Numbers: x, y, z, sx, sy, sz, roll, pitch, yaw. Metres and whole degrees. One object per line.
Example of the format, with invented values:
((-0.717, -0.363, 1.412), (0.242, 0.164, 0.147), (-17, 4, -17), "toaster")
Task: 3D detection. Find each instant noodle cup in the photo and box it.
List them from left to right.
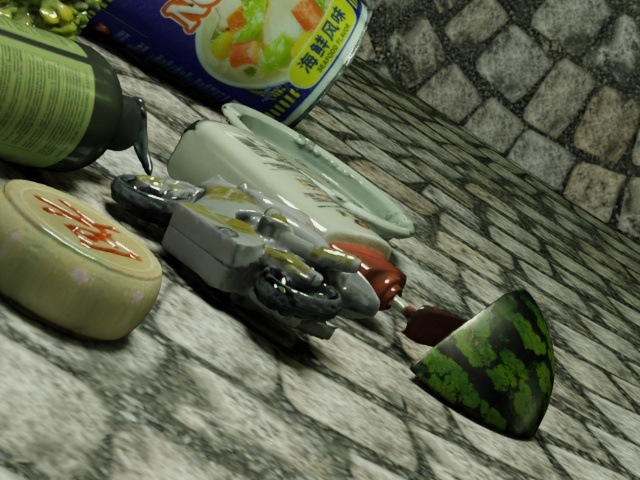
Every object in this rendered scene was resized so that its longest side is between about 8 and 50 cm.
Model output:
((-0.119, -0.287, 1.797), (0.312, 0.284, 0.284), (37, 10, -17), "instant noodle cup")

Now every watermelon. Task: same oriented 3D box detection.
((0.125, 0.101, 1.296), (0.135, 0.125, 0.094), (3, -4, -31), "watermelon")

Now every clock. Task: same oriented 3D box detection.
((-0.011, -0.058, 1.585), (0.236, 0.053, 0.236), (33, 12, -8), "clock")

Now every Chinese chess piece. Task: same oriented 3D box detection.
((-0.156, 0.011, 0.954), (0.122, 0.051, 0.122), (30, 12, -7), "Chinese chess piece")

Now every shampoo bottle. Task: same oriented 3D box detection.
((-0.218, -0.106, 1.143), (0.101, 0.101, 0.284), (39, 14, 29), "shampoo bottle")
((0.000, 0.000, 1.357), (0.284, 0.071, 0.153), (41, 12, 24), "shampoo bottle")

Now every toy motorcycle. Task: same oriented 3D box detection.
((-0.049, 0.004, 1.195), (0.225, 0.073, 0.152), (31, 17, 32), "toy motorcycle")

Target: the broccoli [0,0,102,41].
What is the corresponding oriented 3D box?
((-0.302, -0.218, 1.365), (0.242, 0.273, 0.180), (-140, -146, -71), "broccoli")
